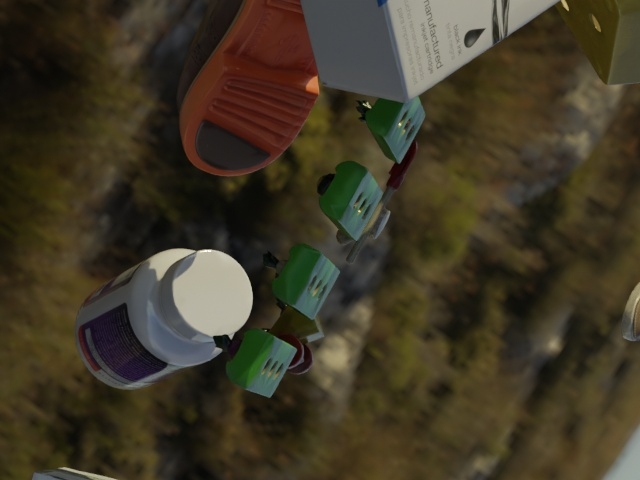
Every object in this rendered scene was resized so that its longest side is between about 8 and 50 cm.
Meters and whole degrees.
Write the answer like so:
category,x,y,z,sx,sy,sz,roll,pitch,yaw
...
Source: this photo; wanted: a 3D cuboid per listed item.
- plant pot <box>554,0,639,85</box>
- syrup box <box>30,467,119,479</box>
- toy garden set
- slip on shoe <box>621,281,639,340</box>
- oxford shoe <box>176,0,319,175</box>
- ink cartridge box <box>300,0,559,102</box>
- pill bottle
category,x,y,z,sx,sy,sz,roll,pitch,yaw
plant pot,0.265,-0.238,1.374,0.187,0.212,0.212,-26,161,-5
syrup box,-0.229,0.274,1.753,0.237,0.093,0.096,103,2,-83
toy garden set,0.000,0.000,1.377,0.244,0.049,0.204,-61,169,-3
slip on shoe,0.332,0.058,1.738,0.135,0.041,0.051,-27,123,-47
oxford shoe,-0.020,-0.224,1.505,0.130,0.133,0.363,19,125,-33
ink cartridge box,0.080,-0.202,1.177,0.203,0.086,0.148,-36,124,-32
pill bottle,-0.141,0.069,1.669,0.108,0.108,0.193,-49,-168,-31
